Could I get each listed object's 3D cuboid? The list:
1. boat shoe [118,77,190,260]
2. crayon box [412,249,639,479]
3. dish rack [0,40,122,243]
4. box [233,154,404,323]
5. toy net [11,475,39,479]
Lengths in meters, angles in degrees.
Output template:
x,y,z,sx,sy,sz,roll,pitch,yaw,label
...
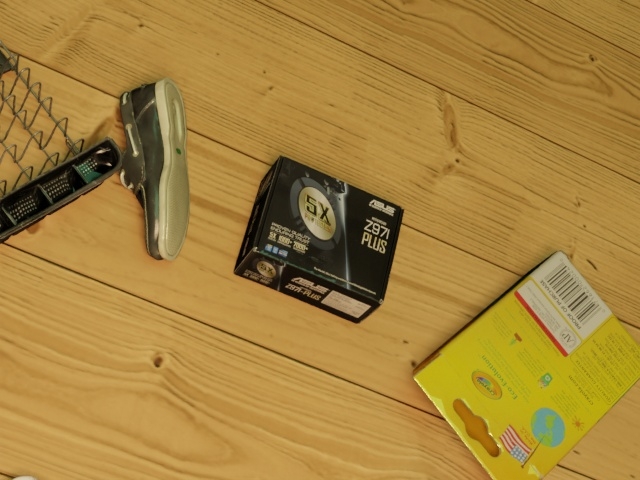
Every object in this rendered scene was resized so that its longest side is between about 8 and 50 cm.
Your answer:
x,y,z,sx,sy,sz,roll,pitch,yaw,label
-0.207,-0.083,1.364,0.079,0.084,0.233,-10,73,12,boat shoe
0.264,0.177,1.436,0.318,0.081,0.202,-34,82,-34,crayon box
-0.391,-0.131,1.291,0.208,0.074,0.271,-35,83,-34,dish rack
0.000,0.000,1.404,0.180,0.077,0.147,23,57,-13,box
-0.357,0.252,1.136,0.232,0.045,0.122,21,57,-16,toy net
